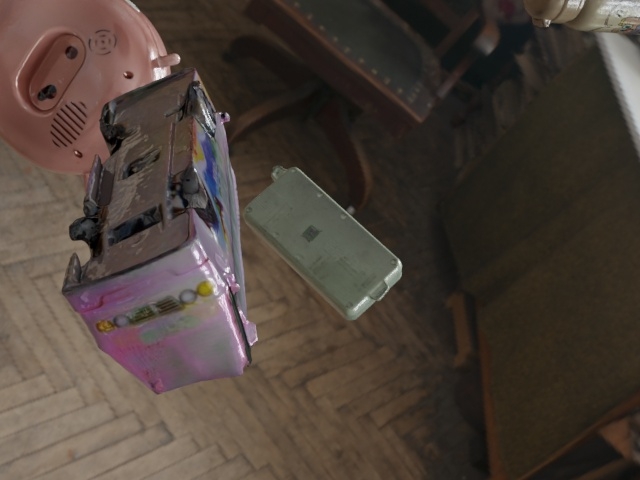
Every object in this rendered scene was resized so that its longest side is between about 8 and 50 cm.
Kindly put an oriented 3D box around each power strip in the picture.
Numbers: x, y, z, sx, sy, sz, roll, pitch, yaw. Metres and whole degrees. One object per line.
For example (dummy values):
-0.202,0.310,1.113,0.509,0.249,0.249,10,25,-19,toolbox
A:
0.000,0.000,1.389,0.118,0.046,0.270,-42,70,-13,power strip

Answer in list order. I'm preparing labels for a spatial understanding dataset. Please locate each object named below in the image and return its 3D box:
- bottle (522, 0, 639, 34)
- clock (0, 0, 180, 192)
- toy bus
0.375,-0.337,1.238,0.209,0.110,0.097,-1,18,-22,bottle
-0.290,-0.186,1.075,0.241,0.227,0.142,39,13,10,clock
-0.098,-0.019,0.609,0.274,0.090,0.112,-102,170,-59,toy bus
